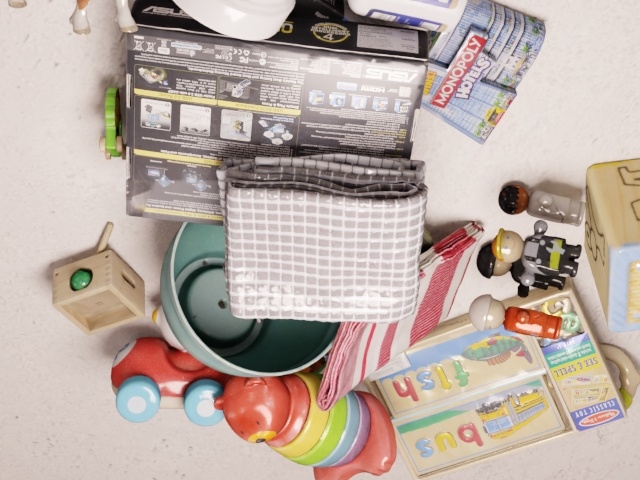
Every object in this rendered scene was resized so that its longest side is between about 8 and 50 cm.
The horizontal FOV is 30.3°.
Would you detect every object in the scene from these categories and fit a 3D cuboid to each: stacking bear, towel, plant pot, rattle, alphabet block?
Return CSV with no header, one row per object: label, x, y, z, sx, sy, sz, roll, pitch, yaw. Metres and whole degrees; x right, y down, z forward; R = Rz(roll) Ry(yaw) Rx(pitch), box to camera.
stacking bear,-0.037,0.288,1.921,0.175,0.164,0.289,-27,143,35
towel,0.131,0.119,1.880,0.329,0.037,0.237,-31,150,-39
plant pot,-0.127,0.082,1.840,0.293,0.293,0.196,21,156,-21
towel,0.000,0.000,1.618,0.283,0.121,0.235,2,131,2
rattle,0.473,0.231,2.157,0.199,0.143,0.130,29,94,-9
alphabet block,0.522,0.002,1.830,0.193,0.197,0.192,-6,134,3

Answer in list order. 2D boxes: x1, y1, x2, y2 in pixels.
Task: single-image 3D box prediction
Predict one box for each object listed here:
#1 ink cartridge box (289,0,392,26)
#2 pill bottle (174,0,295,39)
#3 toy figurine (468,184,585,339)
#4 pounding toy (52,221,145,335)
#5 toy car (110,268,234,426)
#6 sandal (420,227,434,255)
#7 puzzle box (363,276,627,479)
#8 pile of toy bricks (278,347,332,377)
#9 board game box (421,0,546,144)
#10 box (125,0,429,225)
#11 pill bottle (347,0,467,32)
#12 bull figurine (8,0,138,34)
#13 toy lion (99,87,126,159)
ink cartridge box,-0.073,-0.207,1.695,0.175,0.069,0.371,27,128,-25
pill bottle,-0.039,-0.427,1.384,0.210,0.210,0.363,20,128,-21
toy figurine,0.319,0.031,1.842,0.148,0.213,0.209,12,130,8
pounding toy,-0.359,0.064,1.922,0.130,0.100,0.141,-19,142,15
toy car,-0.239,0.156,1.969,0.210,0.219,0.238,4,104,-6
sandal,0.064,-0.056,1.827,0.120,0.086,0.303,-27,133,22
puzzle box,0.299,0.256,2.084,0.409,0.052,0.272,-22,107,17
pile of toy bricks,-0.030,0.185,2.052,0.105,0.118,0.212,49,135,6
board game box,0.189,-0.249,1.669,0.194,0.060,0.194,16,130,-18
box,-0.067,-0.157,1.626,0.395,0.097,0.318,6,128,-1
pill bottle,0.093,-0.342,1.540,0.186,0.112,0.112,10,132,-12
bull figurine,-0.297,-0.356,1.431,0.310,0.101,0.188,29,127,25
toy lion,-0.298,-0.170,1.706,0.034,0.096,0.100,0,173,-3
